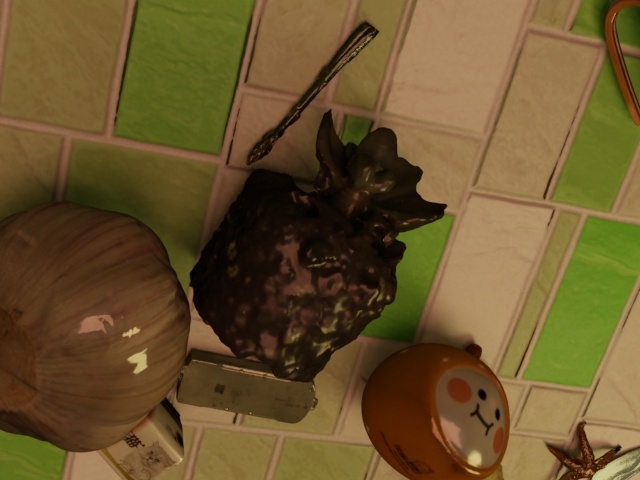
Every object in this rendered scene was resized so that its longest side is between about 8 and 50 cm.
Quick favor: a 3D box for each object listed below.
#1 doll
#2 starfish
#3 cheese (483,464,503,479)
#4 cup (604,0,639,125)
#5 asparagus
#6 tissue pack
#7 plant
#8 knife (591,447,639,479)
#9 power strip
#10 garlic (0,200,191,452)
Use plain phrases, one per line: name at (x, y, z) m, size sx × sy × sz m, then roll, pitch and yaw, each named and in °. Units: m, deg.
doll at (0.175, 0.226, 1.372) m, size 0.213 × 0.236 × 0.214 m, roll 22°, pitch 136°, yaw 22°
starfish at (0.428, 0.352, 1.547) m, size 0.130 × 0.041 × 0.133 m, roll -10°, pitch 118°, yaw -7°
cheese at (0.222, 0.376, 1.492) m, size 0.123 × 0.094 × 0.167 m, roll -21°, pitch 123°, yaw -11°
cup at (0.479, -0.224, 1.213) m, size 0.226 × 0.182 × 0.264 m, roll 1°, pitch 129°, yaw 26°
asparagus at (-0.014, -0.179, 1.205) m, size 0.233 × 0.022 × 0.023 m, roll -47°, pitch 159°, yaw 11°
tissue pack at (-0.262, 0.241, 1.319) m, size 0.099 × 0.106 × 0.149 m, roll -30°, pitch 119°, yaw 3°
plant at (0.000, 0.000, 1.190) m, size 0.215 × 0.213 × 0.312 m, roll 37°, pitch 106°, yaw -22°
knife at (0.461, 0.401, 1.590) m, size 0.260 × 0.034 × 0.063 m, roll -40°, pitch 110°, yaw 3°
power strip at (-0.112, 0.207, 1.376) m, size 0.226 × 0.029 × 0.080 m, roll 14°, pitch 115°, yaw -18°
garlic at (-0.287, 0.098, 1.153) m, size 0.317 × 0.259 × 0.318 m, roll 8°, pitch 111°, yaw 21°
